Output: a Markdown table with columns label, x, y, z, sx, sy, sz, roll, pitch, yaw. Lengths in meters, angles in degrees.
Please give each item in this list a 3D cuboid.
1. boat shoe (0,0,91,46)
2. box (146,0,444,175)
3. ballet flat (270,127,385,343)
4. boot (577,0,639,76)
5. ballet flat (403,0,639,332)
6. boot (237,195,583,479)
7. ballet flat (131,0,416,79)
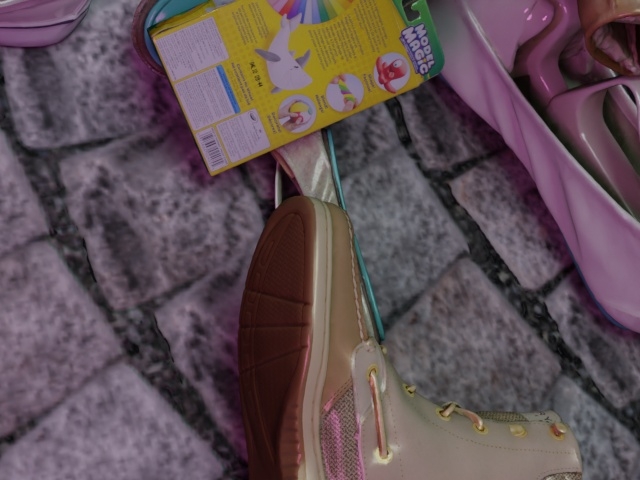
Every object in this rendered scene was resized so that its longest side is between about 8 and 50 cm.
| label | x | y | z | sx | sy | sz | roll | pitch | yaw |
| --- | --- | --- | --- | --- | --- | --- | --- | --- | --- |
| boat shoe | -0.265 | -0.168 | 0.758 | 0.268 | 0.088 | 0.096 | 0 | 67 | -26 |
| box | -0.013 | -0.127 | 0.820 | 0.179 | 0.043 | 0.105 | -23 | 112 | -4 |
| ballet flat | 0.000 | 0.000 | 0.840 | 0.052 | 0.057 | 0.168 | -14 | 67 | -1 |
| boot | 0.232 | -0.242 | 0.900 | 0.236 | 0.089 | 0.269 | 12 | 64 | -47 |
| ballet flat | 0.187 | -0.118 | 0.930 | 0.139 | 0.139 | 0.400 | -26 | 80 | -33 |
| boot | 0.059 | 0.103 | 0.762 | 0.204 | 0.095 | 0.261 | -1 | 85 | -27 |
| ballet flat | 0.013 | -0.197 | 0.885 | 0.316 | 0.106 | 0.107 | -20 | 116 | -6 |
